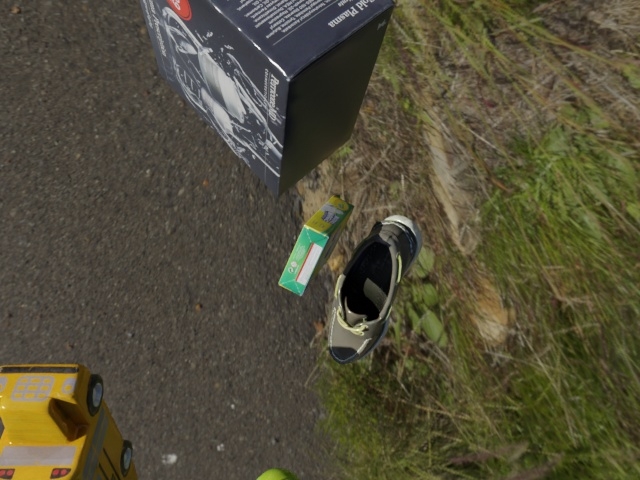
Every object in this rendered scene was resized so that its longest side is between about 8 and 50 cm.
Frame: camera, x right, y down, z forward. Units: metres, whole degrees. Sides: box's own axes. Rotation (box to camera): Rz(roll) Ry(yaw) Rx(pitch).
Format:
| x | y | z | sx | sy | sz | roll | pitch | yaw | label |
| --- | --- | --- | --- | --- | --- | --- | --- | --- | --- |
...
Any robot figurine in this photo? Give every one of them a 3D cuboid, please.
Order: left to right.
| x | y | z | sx | sy | sz | roll | pitch | yaw | label |
| --- | --- | --- | --- | --- | --- | --- | --- | --- | --- |
| -0.063 | 0.342 | 0.719 | 0.101 | 0.067 | 0.115 | 11 | 128 | -24 | robot figurine |

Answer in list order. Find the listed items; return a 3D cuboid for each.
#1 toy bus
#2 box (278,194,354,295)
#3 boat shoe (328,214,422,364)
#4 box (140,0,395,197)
| x | y | z | sx | sy | sz | roll | pitch | yaw | label |
| --- | --- | --- | --- | --- | --- | --- | --- | --- | --- |
| -0.328 | 0.295 | 0.723 | 0.108 | 0.130 | 0.333 | 1 | 135 | -1 | toy bus |
| 0.000 | 0.000 | 0.833 | 0.043 | 0.179 | 0.105 | 27 | 115 | 4 | box |
| 0.070 | 0.099 | 0.926 | 0.109 | 0.091 | 0.305 | 33 | 123 | 19 | boat shoe |
| -0.095 | -0.283 | 0.803 | 0.179 | 0.343 | 0.312 | -42 | 80 | -17 | box |
